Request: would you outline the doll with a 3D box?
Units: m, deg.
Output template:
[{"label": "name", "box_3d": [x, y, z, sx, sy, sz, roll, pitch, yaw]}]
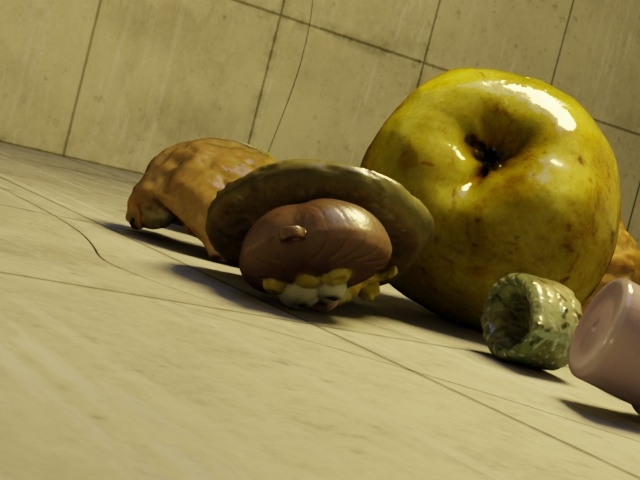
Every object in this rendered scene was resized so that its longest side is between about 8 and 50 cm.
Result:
[{"label": "doll", "box_3d": [0.011, 0.022, 1.135, 0.145, 0.096, 0.188, -18, -28, 40]}]

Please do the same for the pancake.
[{"label": "pancake", "box_3d": [0.000, 0.000, 1.226, 0.242, 0.050, 0.242, 7, -29, 4]}]

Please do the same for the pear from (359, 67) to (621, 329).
[{"label": "pear", "box_3d": [0.196, -0.039, 1.380, 0.304, 0.304, 0.304, 14, 3, -1]}]

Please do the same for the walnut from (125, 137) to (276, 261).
[{"label": "walnut", "box_3d": [-0.110, -0.047, 1.448, 0.238, 0.141, 0.204, 11, 8, -6]}]

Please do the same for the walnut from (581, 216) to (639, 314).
[{"label": "walnut", "box_3d": [0.345, 0.032, 1.657, 0.213, 0.213, 0.213, 14, 3, -1]}]

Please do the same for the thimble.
[{"label": "thimble", "box_3d": [0.201, 0.077, 1.129, 0.062, 0.084, 0.110, 14, 1, -21]}]

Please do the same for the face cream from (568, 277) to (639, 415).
[{"label": "face cream", "box_3d": [0.340, 0.129, 0.974, 0.274, 0.096, 0.154, 27, -1, -6]}]

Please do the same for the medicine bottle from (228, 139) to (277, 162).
[{"label": "medicine bottle", "box_3d": [-0.131, -0.076, 1.766, 0.141, 0.141, 0.293, 15, 4, 3]}]
